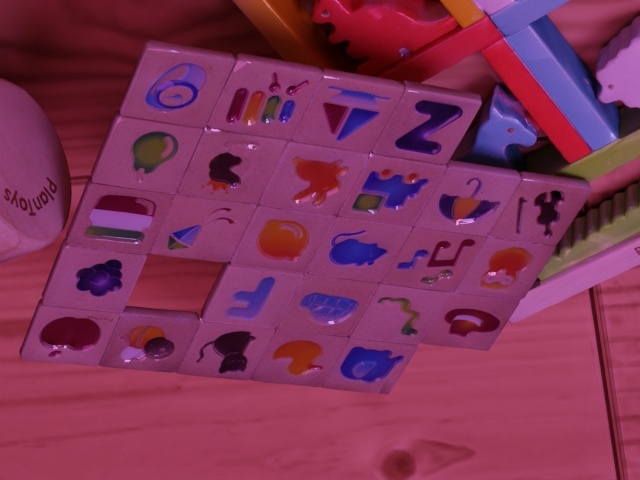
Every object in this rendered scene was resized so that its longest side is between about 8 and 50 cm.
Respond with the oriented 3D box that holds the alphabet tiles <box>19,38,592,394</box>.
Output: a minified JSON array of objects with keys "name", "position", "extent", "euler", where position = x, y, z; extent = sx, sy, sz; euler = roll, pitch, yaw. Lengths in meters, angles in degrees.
[{"name":"alphabet tiles","position":[0.000,0.000,0.878],"extent":[0.237,0.009,0.198],"euler":[7,133,-24]}]

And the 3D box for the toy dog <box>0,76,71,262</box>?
[{"name":"toy dog","position":[-0.225,-0.114,0.864],"extent":[0.220,0.161,0.333],"euler":[-1,113,15]}]

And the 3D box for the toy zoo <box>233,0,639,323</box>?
[{"name":"toy zoo","position":[0.084,-0.102,0.862],"extent":[0.192,0.030,0.293],"euler":[-28,118,28]}]
